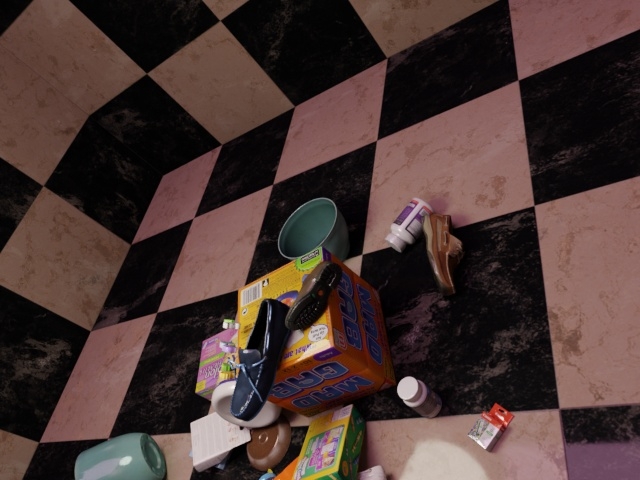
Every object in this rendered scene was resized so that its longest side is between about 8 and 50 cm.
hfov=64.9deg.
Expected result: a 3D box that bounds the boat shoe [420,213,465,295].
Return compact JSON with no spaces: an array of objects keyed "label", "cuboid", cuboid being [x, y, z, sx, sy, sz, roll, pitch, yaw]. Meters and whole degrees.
[{"label":"boat shoe","cuboid":[0.419,0.029,1.687,0.119,0.122,0.324,-14,50,13]}]

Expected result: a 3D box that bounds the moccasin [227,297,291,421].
[{"label":"moccasin","cuboid":[-0.191,0.324,1.418,0.137,0.117,0.342,-6,58,39]}]

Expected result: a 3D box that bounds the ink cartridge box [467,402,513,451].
[{"label":"ink cartridge box","cuboid":[0.444,0.483,1.314,0.115,0.029,0.063,-52,36,-6]}]

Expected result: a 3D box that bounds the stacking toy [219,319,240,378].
[{"label":"stacking toy","cuboid":[-0.299,0.340,1.605,0.221,0.052,0.167,164,112,-74]}]

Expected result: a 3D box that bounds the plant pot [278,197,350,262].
[{"label":"plant pot","cuboid":[0.000,0.000,2.060,0.293,0.196,0.293,-26,42,25]}]

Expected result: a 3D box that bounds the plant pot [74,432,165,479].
[{"label":"plant pot","cuboid":[-0.741,0.882,1.926,0.235,0.293,0.293,-29,37,-5]}]

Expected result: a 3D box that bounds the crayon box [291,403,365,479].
[{"label":"crayon box","cuboid":[0.027,0.618,1.462,0.165,0.081,0.278,-30,12,21]}]

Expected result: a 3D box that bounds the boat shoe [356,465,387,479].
[{"label":"boat shoe","cuboid":[0.067,0.707,1.434,0.277,0.098,0.096,-23,39,20]}]

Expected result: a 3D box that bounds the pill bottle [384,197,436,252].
[{"label":"pill bottle","cuboid":[0.328,-0.054,1.859,0.193,0.108,0.108,-50,37,-5]}]

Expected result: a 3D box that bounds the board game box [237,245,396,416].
[{"label":"board game box","cuboid":[-0.020,0.309,1.637,0.356,0.356,0.356,-28,46,24]}]

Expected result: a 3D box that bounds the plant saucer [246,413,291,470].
[{"label":"plant saucer","cuboid":[-0.189,0.690,1.746,0.198,0.036,0.199,-27,41,26]}]

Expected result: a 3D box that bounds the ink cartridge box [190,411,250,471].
[{"label":"ink cartridge box","cuboid":[-0.359,0.707,1.835,0.224,0.056,0.181,-23,38,-1]}]

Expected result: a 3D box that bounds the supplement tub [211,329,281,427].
[{"label":"supplement tub","cuboid":[-0.234,0.465,1.805,0.241,0.241,0.331,-26,31,26]}]

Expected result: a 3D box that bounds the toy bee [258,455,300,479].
[{"label":"toy bee","cuboid":[-0.144,0.793,1.539,0.298,0.162,0.195,-18,30,-2]}]

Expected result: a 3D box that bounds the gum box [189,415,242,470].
[{"label":"gum box","cuboid":[-0.394,0.754,1.885,0.184,0.041,0.157,-4,54,42]}]

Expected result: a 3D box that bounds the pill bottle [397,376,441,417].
[{"label":"pill bottle","cuboid":[0.279,0.442,1.424,0.078,0.137,0.078,-26,42,26]}]

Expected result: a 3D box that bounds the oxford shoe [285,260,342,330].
[{"label":"oxford shoe","cuboid":[-0.026,0.156,1.439,0.227,0.083,0.096,-52,25,-5]}]

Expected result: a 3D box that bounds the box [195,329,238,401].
[{"label":"box","cuboid":[-0.377,0.497,2.043,0.213,0.117,0.243,-28,41,24]}]
